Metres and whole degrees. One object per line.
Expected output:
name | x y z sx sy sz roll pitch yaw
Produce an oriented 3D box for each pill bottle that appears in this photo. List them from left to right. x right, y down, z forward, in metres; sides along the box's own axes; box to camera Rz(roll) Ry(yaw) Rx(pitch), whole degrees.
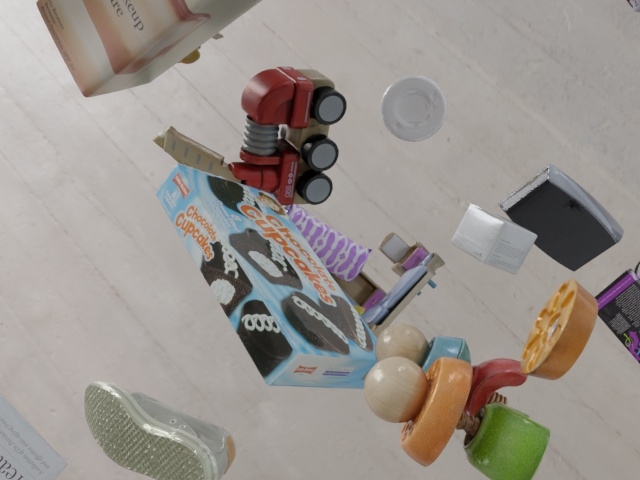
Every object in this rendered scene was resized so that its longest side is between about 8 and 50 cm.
pill bottle | 0.174 -0.249 1.392 0.119 0.208 0.119 1 100 6

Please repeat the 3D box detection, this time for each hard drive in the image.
hard drive | 0.551 -0.041 1.680 0.255 0.054 0.172 38 124 -16

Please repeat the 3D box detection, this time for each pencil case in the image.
pencil case | 0.000 0.000 1.476 0.206 0.086 0.088 35 51 -10

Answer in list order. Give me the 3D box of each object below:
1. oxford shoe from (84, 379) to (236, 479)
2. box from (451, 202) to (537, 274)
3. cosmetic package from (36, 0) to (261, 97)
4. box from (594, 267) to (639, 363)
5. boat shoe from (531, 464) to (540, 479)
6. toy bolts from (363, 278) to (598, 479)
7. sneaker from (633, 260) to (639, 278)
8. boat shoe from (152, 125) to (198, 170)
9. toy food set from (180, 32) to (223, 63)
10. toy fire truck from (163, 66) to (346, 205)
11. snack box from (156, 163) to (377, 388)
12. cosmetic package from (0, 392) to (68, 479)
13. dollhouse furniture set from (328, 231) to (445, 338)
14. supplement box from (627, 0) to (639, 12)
oxford shoe | -0.354 0.415 1.589 0.449 0.130 0.169 13 107 37
box | 0.320 -0.003 1.363 0.102 0.101 0.087 39 106 50
cosmetic package | -0.214 -0.314 0.936 0.296 0.129 0.153 -23 96 41
box | 0.629 0.153 1.467 0.162 0.029 0.116 55 133 21
boat shoe | 0.412 0.492 1.582 0.095 0.257 0.095 -31 40 -30
toy bolts | 0.141 0.114 0.739 0.159 0.228 0.218 27 84 4
sneaker | 0.844 0.049 1.655 0.281 0.106 0.162 -41 52 -17
boat shoe | -0.256 -0.143 1.396 0.048 0.056 0.153 -36 100 -8
toy food set | -0.241 -0.312 1.133 0.192 0.132 0.038 10 81 59
toy fire truck | -0.111 -0.172 1.193 0.158 0.246 0.217 47 135 50
snack box | -0.062 0.043 0.923 0.060 0.187 0.322 -49 55 19
cosmetic package | -0.503 0.224 0.791 0.097 0.377 0.284 11 48 47
dollhouse furniture set | 0.104 0.062 1.448 0.198 0.303 0.286 43 78 1
supplement box | 0.718 -0.637 1.662 0.130 0.073 0.239 -57 41 44
